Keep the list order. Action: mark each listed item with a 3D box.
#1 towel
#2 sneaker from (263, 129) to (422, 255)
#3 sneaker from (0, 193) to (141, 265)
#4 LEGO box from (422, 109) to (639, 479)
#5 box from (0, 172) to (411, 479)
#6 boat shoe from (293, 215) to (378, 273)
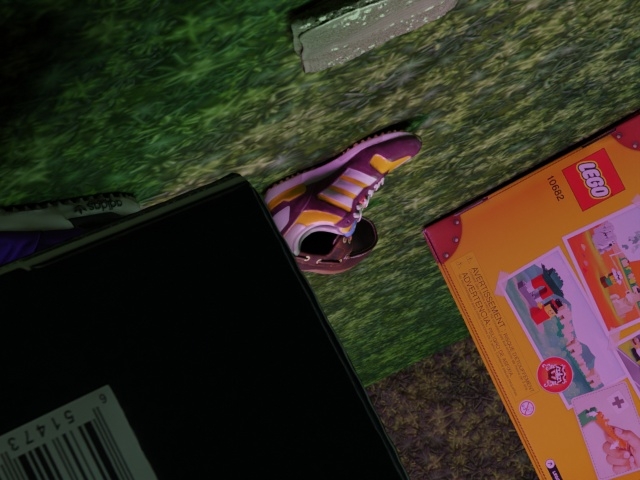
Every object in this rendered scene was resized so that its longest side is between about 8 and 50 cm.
[{"bbox_3d":[0.046,-0.186,1.154,0.148,0.027,0.110,-25,167,1],"label":"towel"},{"bbox_3d":[0.035,-0.051,1.520,0.185,0.084,0.069,-26,166,7],"label":"sneaker"},{"bbox_3d":[-0.259,0.052,1.259,0.293,0.146,0.102,-14,163,-39],"label":"sneaker"},{"bbox_3d":[0.427,0.122,1.977,0.372,0.500,0.193,-28,165,17],"label":"LEGO box"},{"bbox_3d":[-0.269,0.232,0.939,0.480,0.297,0.471,-25,176,-38],"label":"box"},{"bbox_3d":[0.000,0.000,1.673,0.207,0.073,0.073,-11,163,-45],"label":"boat shoe"}]
